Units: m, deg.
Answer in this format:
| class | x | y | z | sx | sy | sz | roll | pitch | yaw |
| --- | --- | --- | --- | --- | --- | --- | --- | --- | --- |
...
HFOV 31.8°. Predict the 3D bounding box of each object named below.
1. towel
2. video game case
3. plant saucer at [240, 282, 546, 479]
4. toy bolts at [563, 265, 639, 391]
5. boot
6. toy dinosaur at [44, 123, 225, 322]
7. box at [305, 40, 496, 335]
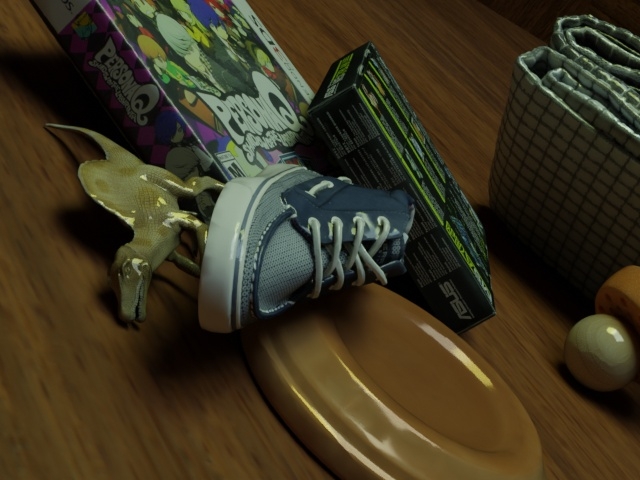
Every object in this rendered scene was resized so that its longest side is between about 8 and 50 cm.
| class | x | y | z | sx | sy | sz | roll | pitch | yaw |
| --- | --- | --- | --- | --- | --- | --- | --- | --- | --- |
| towel | 0.296 | -0.046 | 1.026 | 0.284 | 0.121 | 0.235 | 40 | -24 | 20 |
| video game case | -0.073 | -0.105 | 0.759 | 0.210 | 0.042 | 0.232 | 54 | 22 | 5 |
| plant saucer | 0.048 | 0.082 | 0.615 | 0.200 | 0.037 | 0.200 | 32 | 20 | -13 |
| toy bolts | 0.303 | 0.139 | 0.858 | 0.228 | 0.158 | 0.218 | 45 | -22 | 52 |
| boot | 0.000 | 0.000 | 0.565 | 0.086 | 0.069 | 0.190 | 8 | 19 | 8 |
| toy dinosaur | -0.090 | -0.024 | 0.598 | 0.093 | 0.053 | 0.183 | 22 | 24 | -34 |
| box | 0.064 | -0.045 | 0.831 | 0.190 | 0.045 | 0.184 | 57 | 17 | -14 |
